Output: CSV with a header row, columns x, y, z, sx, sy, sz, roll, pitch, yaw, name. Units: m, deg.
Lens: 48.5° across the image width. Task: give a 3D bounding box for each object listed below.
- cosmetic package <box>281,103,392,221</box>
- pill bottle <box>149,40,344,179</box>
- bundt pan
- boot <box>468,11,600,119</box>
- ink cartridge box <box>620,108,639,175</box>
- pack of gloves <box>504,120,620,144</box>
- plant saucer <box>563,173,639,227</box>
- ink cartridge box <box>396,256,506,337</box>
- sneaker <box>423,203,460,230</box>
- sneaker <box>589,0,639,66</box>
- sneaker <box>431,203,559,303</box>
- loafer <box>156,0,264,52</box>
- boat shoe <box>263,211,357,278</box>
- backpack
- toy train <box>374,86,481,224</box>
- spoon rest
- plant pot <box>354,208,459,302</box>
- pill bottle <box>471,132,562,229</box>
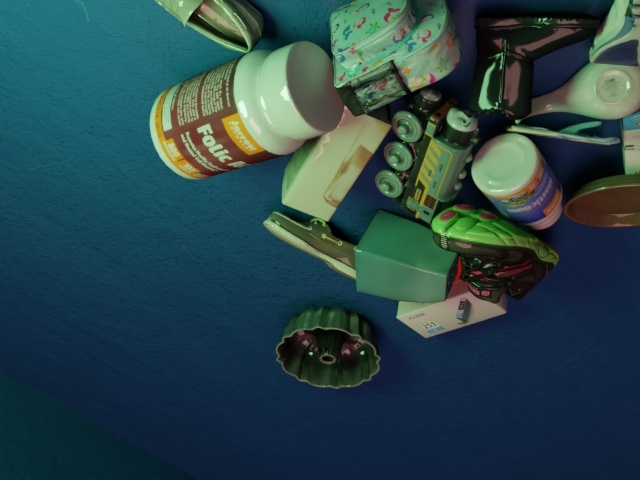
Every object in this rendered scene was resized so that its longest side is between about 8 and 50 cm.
x,y,z,sx,sy,sz,roll,pitch,yaw,name
0.033,-0.209,1.627,0.129,0.153,0.296,22,127,-18,cosmetic package
-0.158,-0.273,1.515,0.392,0.224,0.224,-11,134,38,pill bottle
0.030,0.325,2.231,0.331,0.124,0.330,5,135,5,bundt pan
0.428,-0.353,1.443,0.247,0.094,0.207,3,116,15,boot
0.737,-0.235,1.562,0.140,0.082,0.190,-8,135,18,ink cartridge box
0.522,-0.244,1.541,0.232,0.195,0.046,9,100,6,pack of gloves
0.718,-0.093,1.675,0.278,0.041,0.278,3,161,1,plant saucer
0.332,0.159,2.022,0.261,0.066,0.296,37,138,-27,ink cartridge box
0.314,-0.039,1.852,0.085,0.058,0.152,4,143,-7,sneaker
0.608,-0.466,1.319,0.128,0.182,0.315,7,166,5,sneaker
0.419,0.052,1.705,0.483,0.185,0.202,20,101,-46,sneaker
-0.260,-0.492,1.440,0.320,0.111,0.112,26,134,-17,loafer
0.000,0.000,1.920,0.324,0.096,0.116,30,173,-15,boat shoe
0.144,-0.389,1.402,0.254,0.225,0.191,-17,134,17,backpack
0.248,-0.188,1.617,0.190,0.142,0.334,33,141,16,toy train
0.550,-0.311,1.511,0.277,0.084,0.137,-11,98,19,spoon rest
0.231,0.057,1.841,0.234,0.165,0.165,16,139,20,plant pot
0.467,-0.123,1.639,0.152,0.152,0.272,-20,149,27,pill bottle
